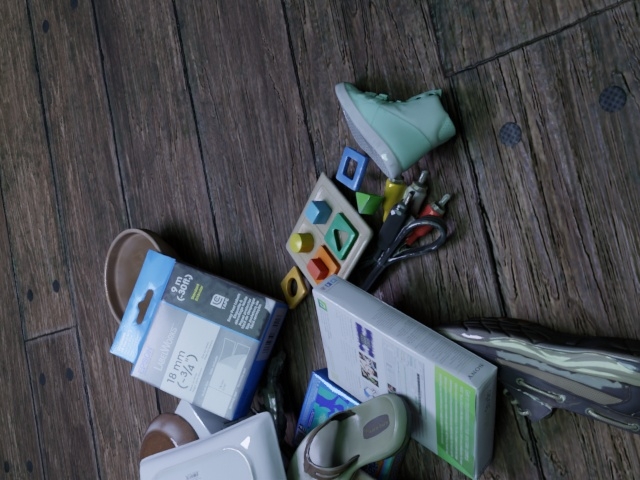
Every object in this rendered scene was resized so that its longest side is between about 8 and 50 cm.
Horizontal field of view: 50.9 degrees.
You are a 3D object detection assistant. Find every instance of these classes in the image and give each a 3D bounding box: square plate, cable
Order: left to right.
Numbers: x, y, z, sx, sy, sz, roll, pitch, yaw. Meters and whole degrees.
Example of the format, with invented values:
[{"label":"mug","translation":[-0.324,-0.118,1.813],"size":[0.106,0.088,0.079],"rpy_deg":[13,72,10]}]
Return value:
[{"label":"square plate","translation":[-0.191,0.521,1.193],"size":[0.347,0.049,0.344],"rpy_deg":[-27,67,26]},{"label":"cable","translation":[0.127,0.011,1.158],"size":[0.139,0.072,0.287],"rpy_deg":[37,128,13]}]

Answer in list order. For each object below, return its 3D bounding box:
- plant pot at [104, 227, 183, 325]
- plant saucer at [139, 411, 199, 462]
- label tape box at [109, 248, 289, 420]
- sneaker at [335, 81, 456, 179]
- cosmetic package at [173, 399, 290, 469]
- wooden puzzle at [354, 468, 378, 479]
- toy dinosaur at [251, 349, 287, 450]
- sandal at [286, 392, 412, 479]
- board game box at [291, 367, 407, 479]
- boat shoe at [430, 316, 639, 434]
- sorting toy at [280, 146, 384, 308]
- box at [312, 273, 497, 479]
[{"label":"plant pot","translation":[-0.378,0.089,1.523],"size":[0.237,0.110,0.237],"rpy_deg":[3,95,39]},{"label":"plant saucer","translation":[-0.308,0.449,1.353],"size":[0.199,0.036,0.198],"rpy_deg":[2,92,40]},{"label":"label tape box","translation":[-0.263,0.176,1.326],"size":[0.334,0.106,0.240],"rpy_deg":[20,87,14]},{"label":"sneaker","translation":[0.127,-0.213,1.125],"size":[0.151,0.094,0.256],"rpy_deg":[-30,45,-1]},{"label":"cosmetic package","translation":[-0.217,0.463,1.390],"size":[0.224,0.138,0.224],"rpy_deg":[46,117,29]},{"label":"wooden puzzle","translation":[0.047,0.564,1.106],"size":[0.322,0.080,0.348],"rpy_deg":[19,83,44]},{"label":"toy dinosaur","translation":[-0.090,0.355,1.310],"size":[0.118,0.064,0.268],"rpy_deg":[123,143,-61]},{"label":"sandal","translation":[0.026,0.331,1.093],"size":[0.303,0.086,0.120],"rpy_deg":[-47,45,36]},{"label":"board game box","translation":[0.054,0.352,1.220],"size":[0.210,0.047,0.160],"rpy_deg":[28,109,36]},{"label":"boat shoe","translation":[0.309,0.192,0.949],"size":[0.355,0.132,0.130],"rpy_deg":[7,96,40]},{"label":"sorting toy","translation":[0.000,0.000,1.210],"size":[0.196,0.047,0.347],"rpy_deg":[56,131,39]},{"label":"box","translation":[0.130,0.213,1.070],"size":[0.322,0.058,0.232],"rpy_deg":[30,143,37]}]
